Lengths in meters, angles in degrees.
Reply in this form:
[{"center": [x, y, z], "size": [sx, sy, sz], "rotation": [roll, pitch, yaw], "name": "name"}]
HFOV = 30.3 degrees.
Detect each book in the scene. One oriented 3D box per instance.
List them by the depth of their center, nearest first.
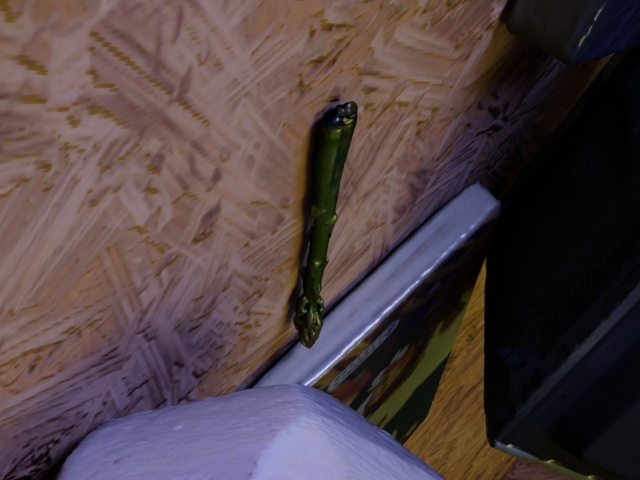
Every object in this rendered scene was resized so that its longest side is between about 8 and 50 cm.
[{"center": [0.013, 0.158, 0.997], "size": [0.300, 0.039, 0.428], "rotation": [-42, 160, -23], "name": "book"}]

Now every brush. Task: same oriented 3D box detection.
[{"center": [0.196, -0.195, 0.695], "size": [0.123, 0.059, 0.197], "rotation": [-25, 152, -52], "name": "brush"}]

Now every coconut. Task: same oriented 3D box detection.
[{"center": [-0.022, 0.195, 0.611], "size": [0.265, 0.237, 0.237], "rotation": [-7, 169, 15], "name": "coconut"}]

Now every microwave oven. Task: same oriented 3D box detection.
[{"center": [0.273, -0.015, 0.826], "size": [0.286, 0.218, 0.355], "rotation": [-79, -164, -45], "name": "microwave oven"}]

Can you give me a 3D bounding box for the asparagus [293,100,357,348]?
[{"center": [0.000, 0.000, 0.686], "size": [0.233, 0.022, 0.023], "rotation": [97, -7, -55], "name": "asparagus"}]
